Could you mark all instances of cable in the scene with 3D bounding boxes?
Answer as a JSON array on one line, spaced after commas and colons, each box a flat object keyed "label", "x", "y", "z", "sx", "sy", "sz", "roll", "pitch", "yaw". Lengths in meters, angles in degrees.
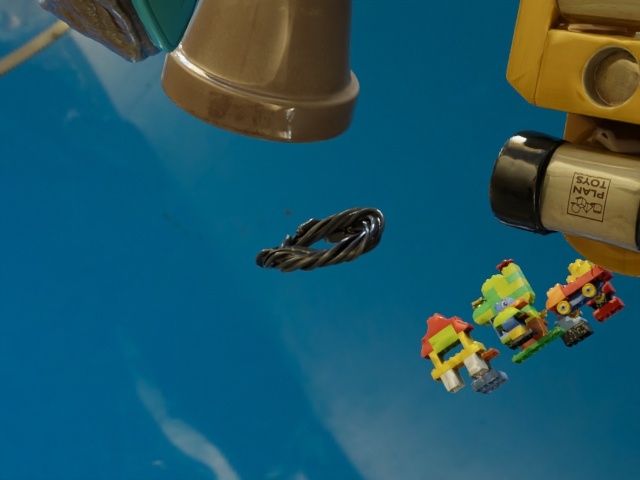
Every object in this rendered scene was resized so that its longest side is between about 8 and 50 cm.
[{"label": "cable", "x": 0.000, "y": 0.000, "z": 1.415, "sx": 0.184, "sy": 0.150, "sz": 0.047, "roll": 5, "pitch": -66, "yaw": 62}]

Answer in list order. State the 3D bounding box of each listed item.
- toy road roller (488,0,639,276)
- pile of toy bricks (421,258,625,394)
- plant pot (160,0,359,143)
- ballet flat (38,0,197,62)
[{"label": "toy road roller", "x": 0.309, "y": -0.130, "z": 1.030, "sx": 0.202, "sy": 0.240, "sz": 0.329, "roll": 16, "pitch": -77, "yaw": 37}, {"label": "pile of toy bricks", "x": 0.210, "y": 0.070, "z": 1.200, "sx": 0.212, "sy": 0.118, "sz": 0.105, "roll": -37, "pitch": -120, "yaw": 20}, {"label": "plant pot", "x": -0.059, "y": -0.280, "z": 1.432, "sx": 0.263, "sy": 0.263, "sz": 0.229, "roll": 42, "pitch": -51, "yaw": 40}, {"label": "ballet flat", "x": -0.128, "y": -0.188, "z": 0.544, "sx": 0.342, "sy": 0.124, "sz": 0.116, "roll": 109, "pitch": -1, "yaw": -80}]
